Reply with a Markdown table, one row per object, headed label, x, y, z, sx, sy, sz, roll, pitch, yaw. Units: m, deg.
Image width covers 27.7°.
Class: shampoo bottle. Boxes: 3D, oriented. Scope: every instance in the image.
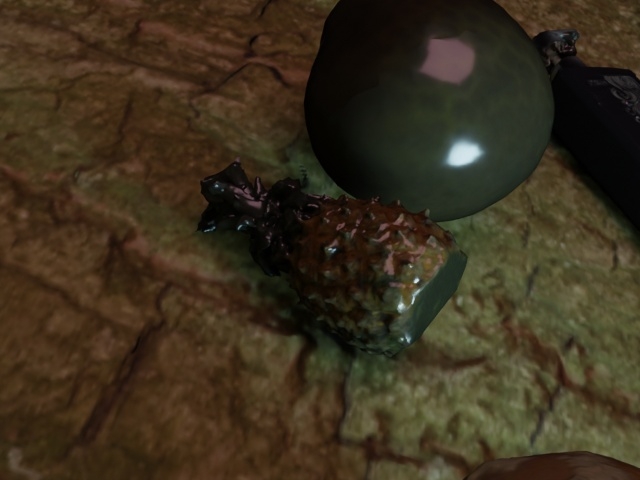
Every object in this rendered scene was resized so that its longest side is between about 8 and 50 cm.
| label | x | y | z | sx | sy | sz | roll | pitch | yaw |
| --- | --- | --- | --- | --- | --- | --- | --- | --- | --- |
| shampoo bottle | 0.280 | -0.087 | 1.171 | 0.098 | 0.071 | 0.309 | -7 | 45 | -29 |

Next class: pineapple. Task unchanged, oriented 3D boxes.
| label | x | y | z | sx | sy | sz | roll | pitch | yaw |
| --- | --- | --- | --- | --- | --- | --- | --- | --- | --- |
| pineapple | 0.000 | 0.000 | 0.907 | 0.198 | 0.108 | 0.108 | 29 | 37 | 22 |

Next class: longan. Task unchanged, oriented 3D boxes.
| label | x | y | z | sx | sy | sz | roll | pitch | yaw |
| --- | --- | --- | --- | --- | --- | --- | --- | --- | --- |
| longan | 0.081 | -0.108 | 1.004 | 0.198 | 0.198 | 0.212 | 8 | 36 | -19 |

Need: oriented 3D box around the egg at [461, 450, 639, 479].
| label | x | y | z | sx | sy | sz | roll | pitch | yaw |
| --- | --- | --- | --- | --- | --- | --- | --- | --- | --- |
| egg | 0.120 | 0.213 | 0.629 | 0.203 | 0.203 | 0.245 | 22 | 39 | -2 |
